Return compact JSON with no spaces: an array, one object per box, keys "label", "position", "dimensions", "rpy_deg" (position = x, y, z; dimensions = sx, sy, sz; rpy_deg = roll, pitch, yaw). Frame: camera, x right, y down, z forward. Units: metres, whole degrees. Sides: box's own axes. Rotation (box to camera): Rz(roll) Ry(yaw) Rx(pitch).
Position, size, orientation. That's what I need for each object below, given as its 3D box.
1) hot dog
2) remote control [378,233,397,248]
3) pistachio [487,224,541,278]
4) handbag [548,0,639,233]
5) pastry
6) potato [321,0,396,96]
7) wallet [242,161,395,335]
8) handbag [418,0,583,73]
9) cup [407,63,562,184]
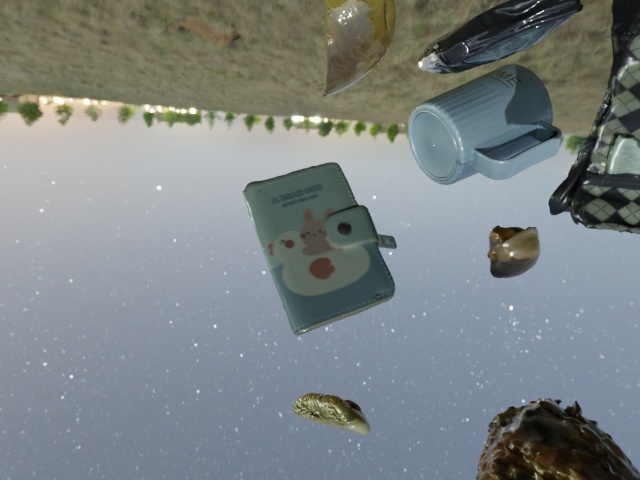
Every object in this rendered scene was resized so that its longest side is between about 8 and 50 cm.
[{"label":"hot dog","position":[0.026,0.422,1.092],"dimensions":[0.084,0.073,0.242],"rpy_deg":[30,154,-32]},{"label":"remote control","position":[0.207,0.002,1.486],"dimensions":[0.124,0.018,0.053],"rpy_deg":[6,-126,-33]},{"label":"pistachio","position":[0.512,0.030,1.164],"dimensions":[0.210,0.165,0.130],"rpy_deg":[28,-160,-45]},{"label":"handbag","position":[0.545,-0.204,0.663],"dimensions":[0.317,0.416,0.180],"rpy_deg":[0,-158,-8]},{"label":"pastry","position":[0.406,0.461,0.728],"dimensions":[0.292,0.337,0.405],"rpy_deg":[-24,-148,22]},{"label":"potato","position":[0.070,-0.368,0.801],"dimensions":[0.138,0.243,0.098],"rpy_deg":[-3,-134,-2]},{"label":"wallet","position":[0.000,0.000,0.940],"dimensions":[0.252,0.360,0.083],"rpy_deg":[-17,159,-13]},{"label":"handbag","position":[0.260,-0.320,0.694],"dimensions":[0.192,0.075,0.332],"rpy_deg":[-18,-162,13]},{"label":"cup","position":[0.456,-0.294,1.242],"dimensions":[0.311,0.331,0.257],"rpy_deg":[-25,162,-15]}]
